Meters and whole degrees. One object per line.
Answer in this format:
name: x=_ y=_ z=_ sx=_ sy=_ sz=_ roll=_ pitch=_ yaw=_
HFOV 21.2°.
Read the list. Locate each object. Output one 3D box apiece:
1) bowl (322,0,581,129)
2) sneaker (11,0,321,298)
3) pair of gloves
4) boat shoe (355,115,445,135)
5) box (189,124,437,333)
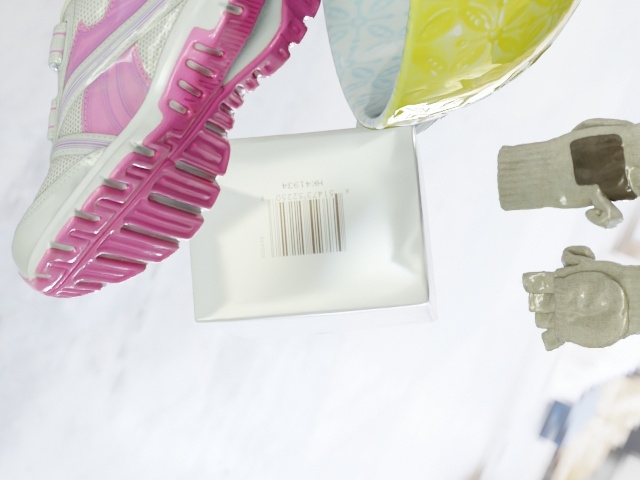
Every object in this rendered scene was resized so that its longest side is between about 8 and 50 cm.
bowl: x=0.094 y=-0.210 z=0.948 sx=0.289 sy=0.156 sz=0.289 roll=176 pitch=-90 yaw=-81
sneaker: x=-0.104 y=-0.085 z=0.976 sx=0.252 sy=0.111 sz=0.103 roll=-58 pitch=150 yaw=-3
pair of gloves: x=0.292 y=-0.007 z=1.807 sx=0.042 sy=0.204 sz=0.240 roll=-4 pitch=82 yaw=-51
boat shoe: x=0.152 y=-0.189 z=2.253 sx=0.226 sy=0.083 sz=0.076 roll=-32 pitch=157 yaw=25
box: x=0.000 y=0.000 z=1.682 sx=0.345 sy=0.215 sz=0.168 roll=53 pitch=33 yaw=-83
